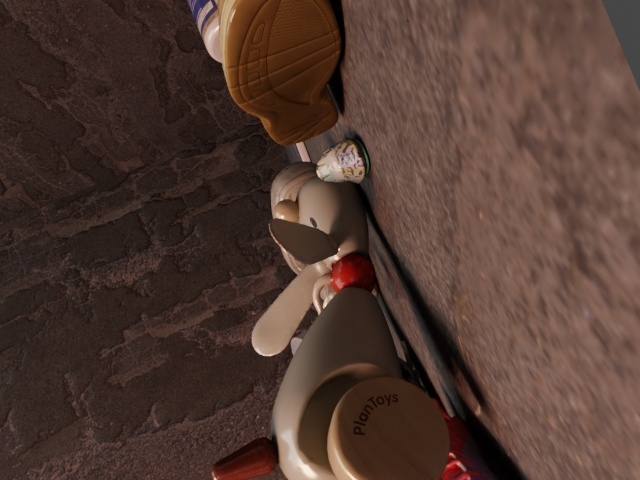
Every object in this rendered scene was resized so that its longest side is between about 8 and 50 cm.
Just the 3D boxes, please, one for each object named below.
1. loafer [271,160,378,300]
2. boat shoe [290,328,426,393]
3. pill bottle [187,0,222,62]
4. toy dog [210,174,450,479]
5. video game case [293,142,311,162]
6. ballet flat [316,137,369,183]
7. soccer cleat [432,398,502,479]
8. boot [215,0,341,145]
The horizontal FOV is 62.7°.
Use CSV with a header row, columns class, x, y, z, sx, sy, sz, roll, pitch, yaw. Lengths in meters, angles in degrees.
class,x,y,z,sx,sy,sz,roll,pitch,yaw
loafer,0.000,0.000,0.716,0.111,0.112,0.319,56,173,35
boat shoe,0.084,0.196,0.706,0.306,0.105,0.113,24,134,52
pill bottle,-0.120,-0.311,0.641,0.094,0.094,0.169,72,175,-76
toy dog,-0.016,0.088,0.467,0.334,0.160,0.220,-108,21,-55
video game case,-0.050,-0.217,1.166,0.143,0.019,0.157,-116,4,-65
ballet flat,0.016,-0.066,0.467,0.114,0.041,0.041,-123,10,-82
soccer cleat,0.104,0.189,0.420,0.248,0.083,0.095,59,-168,-79
boot,-0.046,-0.174,0.375,0.213,0.077,0.165,55,-166,-81
